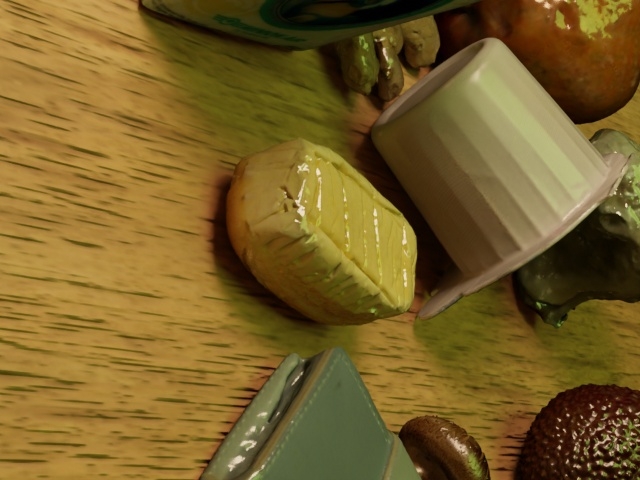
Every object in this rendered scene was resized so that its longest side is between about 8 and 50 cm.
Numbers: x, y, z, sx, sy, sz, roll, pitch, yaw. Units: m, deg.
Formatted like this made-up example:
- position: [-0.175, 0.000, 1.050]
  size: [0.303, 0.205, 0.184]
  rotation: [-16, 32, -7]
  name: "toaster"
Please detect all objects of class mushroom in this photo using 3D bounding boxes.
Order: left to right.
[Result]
- position: [0.125, 0.239, 1.763]
  size: [0.085, 0.109, 0.126]
  rotation: [-57, 141, -59]
  name: "mushroom"

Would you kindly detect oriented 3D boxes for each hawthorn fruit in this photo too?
- position: [0.252, -0.272, 2.061]
  size: [0.298, 0.277, 0.277]
  rotation: [7, 69, -37]
  name: "hawthorn fruit"

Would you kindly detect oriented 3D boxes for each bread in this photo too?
- position: [0.000, 0.000, 1.653]
  size: [0.236, 0.106, 0.140]
  rotation: [38, 45, -47]
  name: "bread"

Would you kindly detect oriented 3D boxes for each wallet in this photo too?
- position: [0.031, 0.291, 1.603]
  size: [0.360, 0.083, 0.252]
  rotation: [62, 37, -24]
  name: "wallet"

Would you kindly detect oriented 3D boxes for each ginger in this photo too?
- position: [0.071, -0.222, 1.931]
  size: [0.259, 0.065, 0.149]
  rotation: [23, 69, -64]
  name: "ginger"

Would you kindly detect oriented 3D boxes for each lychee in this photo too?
- position: [0.325, 0.256, 2.014]
  size: [0.194, 0.194, 0.194]
  rotation: [33, 50, -50]
  name: "lychee"

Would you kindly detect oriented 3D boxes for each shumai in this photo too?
- position: [0.338, 0.002, 2.084]
  size: [0.225, 0.222, 0.260]
  rotation: [57, -2, 26]
  name: "shumai"

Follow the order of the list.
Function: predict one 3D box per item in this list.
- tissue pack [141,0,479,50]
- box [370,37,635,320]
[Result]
- position: [0.057, -0.303, 1.604]
  size: [0.287, 0.388, 0.162]
  rotation: [5, 74, -59]
  name: "tissue pack"
- position: [0.163, -0.080, 1.895]
  size: [0.206, 0.291, 0.262]
  rotation: [52, -4, -8]
  name: "box"
